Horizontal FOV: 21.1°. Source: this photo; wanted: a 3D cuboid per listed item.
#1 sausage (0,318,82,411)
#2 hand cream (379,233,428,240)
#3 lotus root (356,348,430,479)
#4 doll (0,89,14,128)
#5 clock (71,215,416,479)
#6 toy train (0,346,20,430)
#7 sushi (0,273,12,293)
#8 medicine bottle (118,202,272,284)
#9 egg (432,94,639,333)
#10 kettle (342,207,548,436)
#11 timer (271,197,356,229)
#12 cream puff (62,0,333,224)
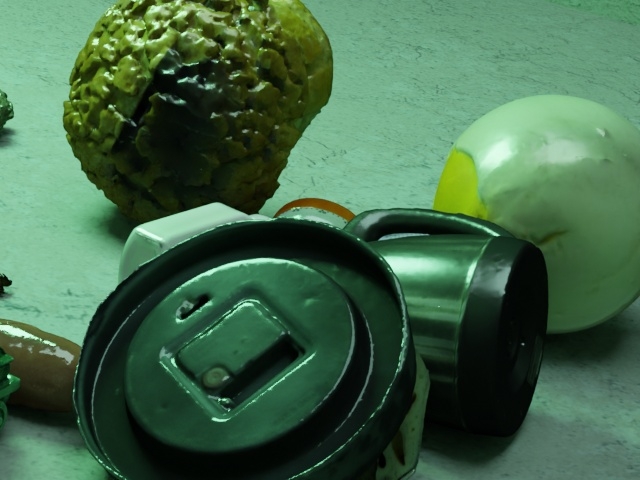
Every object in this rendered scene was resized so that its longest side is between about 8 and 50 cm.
[{"bbox_3d":[-0.416,0.091,1.721,0.433,0.088,0.088,15,23,12],"label":"sausage"},{"bbox_3d":[0.103,-0.002,2.191,0.256,0.055,0.088,2,34,-10],"label":"hand cream"},{"bbox_3d":[0.042,0.161,1.679,0.070,0.143,0.144,8,5,-40],"label":"lotus root"},{"bbox_3d":[-0.564,-0.202,2.390,0.286,0.091,0.202,14,9,40],"label":"doll"},{"bbox_3d":[-0.069,0.118,1.594,0.325,0.067,0.325,-10,47,11],"label":"clock"},{"bbox_3d":[-0.344,0.146,1.576,0.071,0.111,0.170,24,26,22],"label":"toy train"},{"bbox_3d":[-0.451,0.002,1.824,0.149,0.287,0.140,-38,56,-5],"label":"sushi"},{"bbox_3d":[-0.132,0.021,1.956,0.078,0.115,0.219,22,25,31],"label":"medicine bottle"},{"bbox_3d":[0.278,-0.038,2.052,0.283,0.283,0.345,13,17,9],"label":"egg"},{"bbox_3d":[0.087,0.066,1.804,0.271,0.251,0.207,6,-13,21],"label":"kettle"},{"bbox_3d":[0.000,0.000,2.091,0.136,0.099,0.136,33,13,-9],"label":"timer"},{"bbox_3d":[-0.149,-0.167,2.120,0.343,0.327,0.231,-19,10,8],"label":"cream puff"}]
